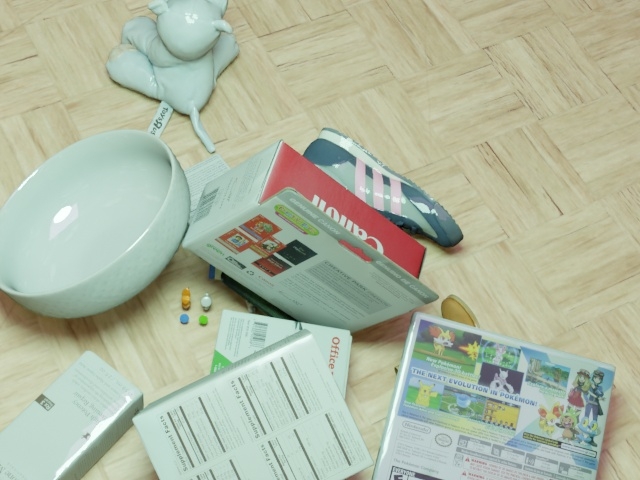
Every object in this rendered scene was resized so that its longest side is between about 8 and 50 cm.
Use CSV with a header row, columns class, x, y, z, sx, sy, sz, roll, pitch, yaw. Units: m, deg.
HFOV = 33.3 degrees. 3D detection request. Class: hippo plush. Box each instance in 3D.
class,x,y,z,sx,sy,sz,roll,pitch,yaw
hippo plush,-0.268,-0.359,1.906,0.234,0.236,0.294,11,57,-1

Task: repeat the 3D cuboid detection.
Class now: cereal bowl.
class,x,y,z,sx,sy,sz,roll,pitch,yaw
cereal bowl,-0.350,-0.010,1.700,0.339,0.141,0.339,-15,46,16

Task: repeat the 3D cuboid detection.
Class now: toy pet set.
class,x,y,z,sx,sy,sz,roll,pitch,yaw
toy pet set,-0.164,0.080,1.763,0.122,0.065,0.114,4,92,-1

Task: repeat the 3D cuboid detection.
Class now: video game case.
class,x,y,z,sx,sy,sz,roll,pitch,yaw
video game case,0.265,0.293,1.639,0.329,0.036,0.300,15,73,1

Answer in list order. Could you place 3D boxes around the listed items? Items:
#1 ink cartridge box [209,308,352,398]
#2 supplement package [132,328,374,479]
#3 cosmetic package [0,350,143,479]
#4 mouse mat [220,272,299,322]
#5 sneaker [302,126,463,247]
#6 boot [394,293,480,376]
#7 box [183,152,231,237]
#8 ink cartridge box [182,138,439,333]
class,x,y,z,sx,sy,sz,roll,pitch,yaw
ink cartridge box,-0.065,0.206,1.665,0.208,0.087,0.153,10,58,-1
supplement package,-0.092,0.268,1.489,0.263,0.199,0.198,-25,89,-4
cosmetic package,-0.380,0.286,1.577,0.117,0.085,0.231,34,59,15
mouse mat,-0.060,0.059,1.759,0.190,0.007,0.152,36,57,-14
sneaker,0.094,-0.060,1.859,0.319,0.112,0.131,35,77,18
boot,0.189,0.185,1.724,0.152,0.073,0.197,-14,58,-11
box,-0.189,-0.059,1.825,0.126,0.072,0.137,-30,65,-24
ink cartridge box,0.000,0.000,1.624,0.309,0.272,0.130,35,53,-26
